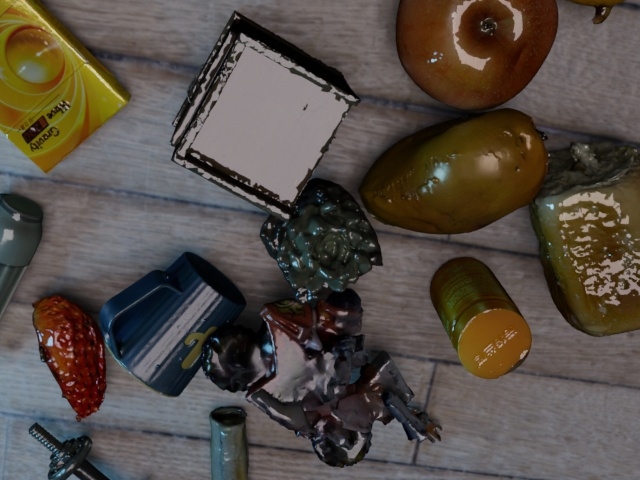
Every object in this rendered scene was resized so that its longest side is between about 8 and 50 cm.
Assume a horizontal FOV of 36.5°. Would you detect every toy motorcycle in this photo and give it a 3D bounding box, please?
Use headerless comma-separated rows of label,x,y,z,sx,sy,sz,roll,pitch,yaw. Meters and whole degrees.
toy motorcycle,0.039,0.197,1.301,0.401,0.134,0.207,41,90,-22

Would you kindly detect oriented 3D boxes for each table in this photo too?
table,-0.075,-0.154,1.162,0.172,0.193,0.169,28,104,-13

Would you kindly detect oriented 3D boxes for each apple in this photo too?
apple,0.189,-0.256,1.167,0.201,0.162,0.201,-1,109,-2

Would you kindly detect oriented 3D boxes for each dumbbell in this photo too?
dumbbell,-0.310,0.343,1.367,0.081,0.081,0.254,-42,106,9

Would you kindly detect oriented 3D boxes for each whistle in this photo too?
whistle,-0.129,0.397,1.407,0.057,0.068,0.327,10,111,28

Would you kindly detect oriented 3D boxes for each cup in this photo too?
cup,-0.197,0.099,1.261,0.155,0.131,0.176,-48,143,5

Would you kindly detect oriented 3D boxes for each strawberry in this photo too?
strawberry,-0.325,0.151,1.297,0.082,0.121,0.188,-22,124,-10

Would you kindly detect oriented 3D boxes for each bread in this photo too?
bread,0.366,-0.018,1.242,0.176,0.195,0.246,-17,109,5

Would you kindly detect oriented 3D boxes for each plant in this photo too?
plant,0.000,0.000,1.217,0.132,0.194,0.129,-32,107,5

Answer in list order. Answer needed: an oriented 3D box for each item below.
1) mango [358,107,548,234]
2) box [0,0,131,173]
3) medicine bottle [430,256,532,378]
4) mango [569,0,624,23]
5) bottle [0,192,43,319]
mango,0.160,-0.082,1.199,0.248,0.156,0.151,-10,74,34
box,-0.378,-0.224,1.177,0.152,0.043,0.269,-36,113,17
medicine bottle,0.205,0.096,1.267,0.096,0.192,0.096,-1,109,-4
mango,0.339,-0.420,1.156,0.176,0.119,0.317,6,99,-4
bottle,-0.445,0.057,1.267,0.096,0.079,0.254,38,106,24
